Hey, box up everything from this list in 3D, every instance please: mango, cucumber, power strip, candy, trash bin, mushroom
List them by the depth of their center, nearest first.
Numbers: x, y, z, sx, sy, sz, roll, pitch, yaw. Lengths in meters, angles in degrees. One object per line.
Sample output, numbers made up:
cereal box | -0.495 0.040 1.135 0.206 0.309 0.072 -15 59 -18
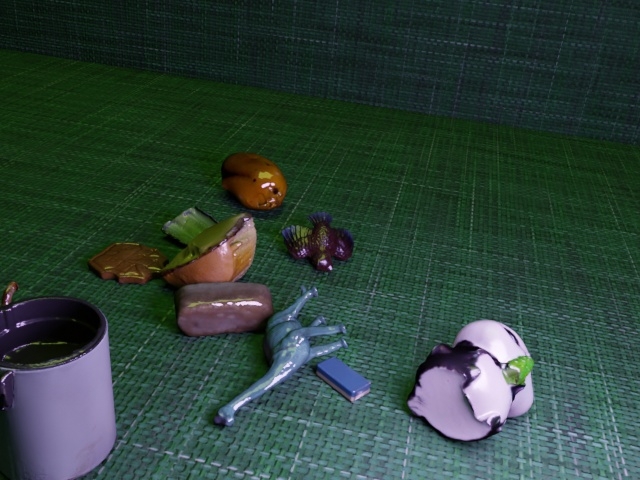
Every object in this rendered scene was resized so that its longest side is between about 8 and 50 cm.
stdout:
trash bin | -0.482 0.262 1.205 0.217 0.262 0.277 14 28 16
power strip | 0.047 0.300 1.478 0.056 0.032 0.123 -18 36 -39
mushroom | -0.709 0.159 1.547 0.088 0.073 0.129 1 59 21
candy | -0.228 0.161 1.614 0.234 0.102 0.104 -4 29 -16
cucumber | -0.354 -0.026 1.968 0.193 0.086 0.115 26 78 31
mango | -0.218 -0.196 2.236 0.201 0.152 0.287 -23 36 -26

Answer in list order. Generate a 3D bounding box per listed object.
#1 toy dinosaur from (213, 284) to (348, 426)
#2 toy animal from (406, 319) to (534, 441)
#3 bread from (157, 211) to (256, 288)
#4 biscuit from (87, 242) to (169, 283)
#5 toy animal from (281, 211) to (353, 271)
toy dinosaur | -0.122 0.241 1.516 0.331 0.129 0.383 -25 23 -12
toy animal | 0.334 0.281 1.391 0.267 0.212 0.212 -26 41 -35
bread | -0.278 0.058 1.742 0.262 0.162 0.204 -28 9 36
biscuit | -0.500 0.060 1.824 0.215 0.034 0.182 14 29 15
toy animal | 0.001 0.006 1.934 0.218 0.116 0.179 6 26 -13
